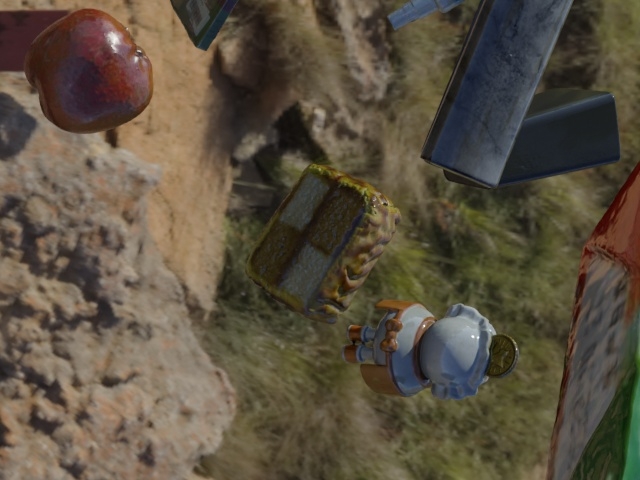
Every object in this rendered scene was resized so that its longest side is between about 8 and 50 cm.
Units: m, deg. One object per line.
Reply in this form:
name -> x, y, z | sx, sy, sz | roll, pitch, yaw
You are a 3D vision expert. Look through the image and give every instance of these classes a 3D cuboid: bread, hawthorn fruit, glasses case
bread -> 0.000, 0.000, 1.568 | 0.096, 0.181, 0.222 | 23, 102, -52
hawthorn fruit -> -0.226, -0.163, 1.030 | 0.128, 0.128, 0.128 | -8, 104, -37
glasses case -> 0.233, -0.222, 1.355 | 0.114, 0.060, 0.299 | 22, 95, -9

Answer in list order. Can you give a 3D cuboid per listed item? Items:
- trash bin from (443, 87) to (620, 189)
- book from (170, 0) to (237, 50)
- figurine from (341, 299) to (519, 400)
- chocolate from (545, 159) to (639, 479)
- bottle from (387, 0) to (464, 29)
trash bin -> 0.317, -0.153, 1.631 | 0.226, 0.165, 0.115 | -17, 106, -20
book -> -0.124, -0.435, 1.536 | 0.026, 0.201, 0.289 | 23, 114, -34
figurine -> 0.147, 0.151, 1.473 | 0.143, 0.271, 0.143 | 5, 83, -39
chocolate -> 0.350, 0.147, 0.793 | 0.360, 0.161, 0.341 | 25, 56, -10
bottle -> 0.204, -0.391, 1.642 | 0.217, 0.060, 0.060 | -30, 122, 9
